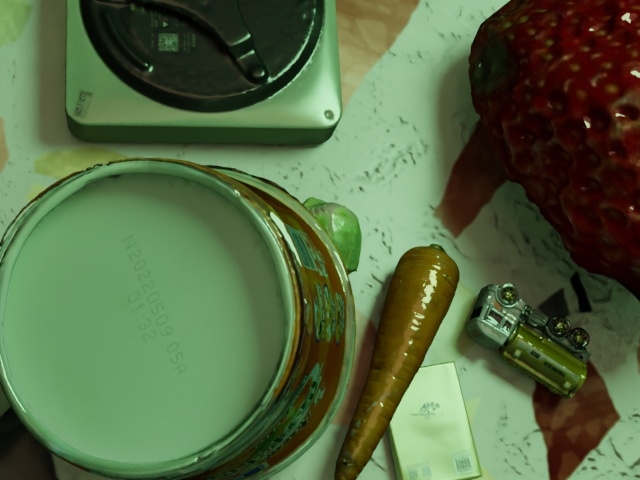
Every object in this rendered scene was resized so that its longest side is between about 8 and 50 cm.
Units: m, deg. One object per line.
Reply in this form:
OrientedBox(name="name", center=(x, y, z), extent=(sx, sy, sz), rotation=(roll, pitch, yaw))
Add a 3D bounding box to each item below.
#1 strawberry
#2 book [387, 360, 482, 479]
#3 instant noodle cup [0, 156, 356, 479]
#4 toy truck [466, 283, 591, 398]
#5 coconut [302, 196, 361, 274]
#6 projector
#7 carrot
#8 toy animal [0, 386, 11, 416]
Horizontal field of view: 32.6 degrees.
OrientedBox(name="strawberry", center=(0.302, -0.114, 1.000), extent=(0.310, 0.292, 0.292), rotation=(48, 69, -11))
OrientedBox(name="book", center=(0.099, 0.169, 1.003), extent=(0.077, 0.014, 0.111), rotation=(-7, 69, -13))
OrientedBox(name="instant noodle cup", center=(-0.116, 0.062, 0.854), extent=(0.296, 0.214, 0.296), rotation=(-1, 82, 4))
OrientedBox(name="toy truck", center=(0.197, 0.094, 1.029), extent=(0.123, 0.052, 0.063), rotation=(32, 75, -2))
OrientedBox(name="coconut", center=(0.000, 0.000, 1.004), extent=(0.083, 0.082, 0.081), rotation=(-1, 76, -28))
OrientedBox(name="projector", center=(-0.113, -0.223, 1.056), extent=(0.259, 0.079, 0.257), rotation=(-1, 73, -10))
OrientedBox(name="carrot", center=(0.066, 0.105, 0.985), extent=(0.061, 0.061, 0.257), rotation=(26, 64, -2))
OrientedBox(name="toy animal", center=(-0.390, 0.170, 0.815), extent=(0.241, 0.196, 0.367), rotation=(25, 67, -5))
